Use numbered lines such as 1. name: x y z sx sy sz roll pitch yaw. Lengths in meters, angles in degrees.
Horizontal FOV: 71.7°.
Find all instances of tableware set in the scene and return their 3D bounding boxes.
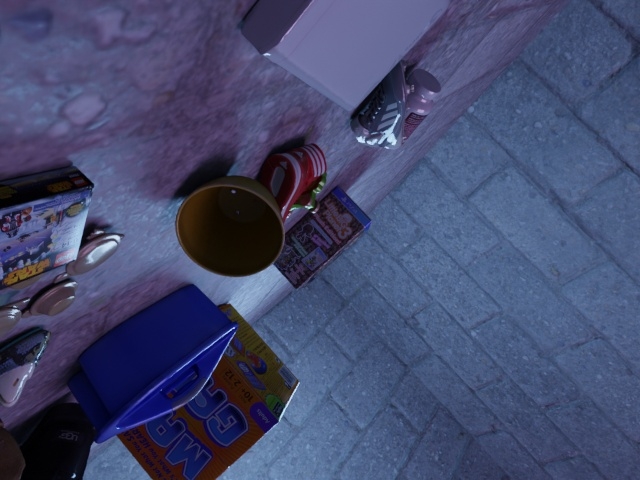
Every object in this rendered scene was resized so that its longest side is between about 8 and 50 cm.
1. tableware set: -0.283 0.047 0.447 0.168 0.020 0.141 -46 174 17

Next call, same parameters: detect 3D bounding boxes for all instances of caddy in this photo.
1. caddy: -0.313 0.247 0.884 0.241 0.179 0.341 -47 173 39

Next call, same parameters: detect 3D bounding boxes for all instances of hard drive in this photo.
1. hard drive: 0.055 -0.248 0.479 0.203 0.040 0.307 -45 173 17

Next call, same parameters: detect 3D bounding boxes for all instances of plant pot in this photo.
1. plant pot: -0.110 -0.033 0.584 0.134 0.134 0.095 -46 -159 25

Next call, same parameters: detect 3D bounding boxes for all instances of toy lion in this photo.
1. toy lion: -0.035 -0.096 0.816 0.100 0.096 0.034 -8 154 34

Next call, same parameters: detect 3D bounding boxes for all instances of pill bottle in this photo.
1. pill bottle: 0.168 -0.261 0.886 0.086 0.086 0.152 -38 173 -42

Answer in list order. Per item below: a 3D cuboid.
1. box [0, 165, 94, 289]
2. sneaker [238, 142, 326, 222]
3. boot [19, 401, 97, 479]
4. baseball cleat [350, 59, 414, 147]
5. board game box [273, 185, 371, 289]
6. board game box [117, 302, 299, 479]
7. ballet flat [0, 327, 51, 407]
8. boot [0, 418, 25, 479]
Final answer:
1. box: -0.241 0.002 0.322 0.137 0.027 0.094 -35 164 -53
2. sneaker: -0.053 -0.075 0.756 0.128 0.087 0.221 -34 171 -41
3. boot: -0.550 0.579 0.780 0.367 0.146 0.445 -57 -154 27
4. baseball cleat: 0.105 -0.228 0.785 0.110 0.072 0.205 -8 150 5
5. board game box: 0.000 0.000 1.353 0.291 0.141 0.232 -43 174 1
6. board game box: -0.331 0.449 1.303 0.356 0.356 0.356 -43 174 3
7. ballet flat: -0.380 0.175 0.491 0.188 0.070 0.070 -38 172 -40
8. boot: -0.528 0.351 0.538 0.112 0.115 0.305 -46 173 39
